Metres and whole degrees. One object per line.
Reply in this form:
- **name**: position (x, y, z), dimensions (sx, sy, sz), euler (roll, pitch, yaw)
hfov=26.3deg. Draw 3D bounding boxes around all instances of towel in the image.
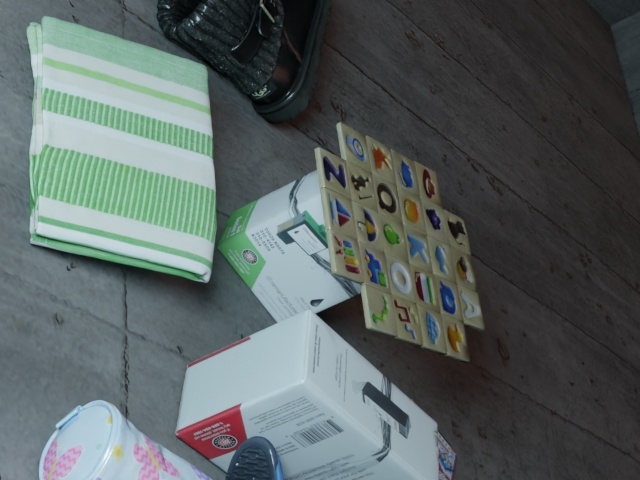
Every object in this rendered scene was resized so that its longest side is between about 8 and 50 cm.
- **towel**: position (-0.239, -0.112, 1.650), dimensions (0.248, 0.038, 0.324), euler (14, 52, -30)

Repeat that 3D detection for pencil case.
- **pencil case**: position (-0.169, 0.278, 1.449), dimensions (0.273, 0.113, 0.124), euler (42, 28, -35)

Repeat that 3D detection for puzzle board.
- **puzzle board**: position (0.168, 0.315, 2.082), dimensions (0.128, 0.011, 0.096), euler (52, 31, -22)

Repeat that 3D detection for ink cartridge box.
- **ink cartridge box**: position (-0.009, 0.230, 1.661), dimensions (0.273, 0.197, 0.114), euler (44, 35, -33)
- **ink cartridge box**: position (0.000, 0.000, 1.836), dimensions (0.160, 0.219, 0.092), euler (52, 31, -21)

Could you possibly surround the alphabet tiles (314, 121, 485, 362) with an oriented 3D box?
- **alphabet tiles**: position (0.108, 0.005, 1.777), dimensions (0.343, 0.011, 0.285), euler (22, 52, -49)

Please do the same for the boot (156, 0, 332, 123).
- **boot**: position (-0.109, -0.369, 2.041), dimensions (0.260, 0.131, 0.347), euler (40, 37, -37)

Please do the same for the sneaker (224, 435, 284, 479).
- **sneaker**: position (-0.063, 0.329, 1.594), dimensions (0.082, 0.069, 0.209), euler (-6, 93, -64)
